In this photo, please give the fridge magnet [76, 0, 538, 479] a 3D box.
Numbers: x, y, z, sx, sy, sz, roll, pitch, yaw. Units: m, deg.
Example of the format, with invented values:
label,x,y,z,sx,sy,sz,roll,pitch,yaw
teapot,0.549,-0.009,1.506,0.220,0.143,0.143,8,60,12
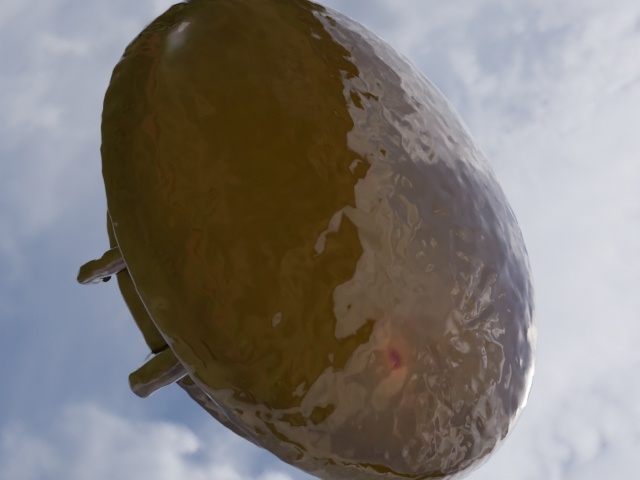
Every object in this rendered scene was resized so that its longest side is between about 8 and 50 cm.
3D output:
label,x,y,z,sx,sy,sz,roll,pitch,yaw
fridge magnet,0.000,0.000,0.452,0.063,0.143,0.143,-34,-147,37
